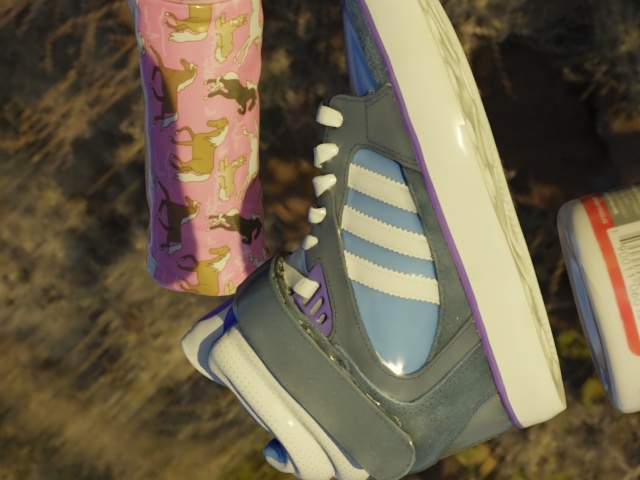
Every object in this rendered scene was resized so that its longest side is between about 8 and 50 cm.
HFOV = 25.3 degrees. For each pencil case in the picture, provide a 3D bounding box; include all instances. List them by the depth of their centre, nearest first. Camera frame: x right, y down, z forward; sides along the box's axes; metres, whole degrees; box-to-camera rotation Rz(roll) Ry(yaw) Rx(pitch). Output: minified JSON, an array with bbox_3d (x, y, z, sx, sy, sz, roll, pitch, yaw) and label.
[{"bbox_3d":[-0.136,-0.124,1.617,0.160,0.167,0.386,13,120,27],"label":"pencil case"}]

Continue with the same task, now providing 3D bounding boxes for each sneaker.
[{"bbox_3d":[0.000,0.000,0.900,0.130,0.236,0.322,-49,-60,-73],"label":"sneaker"}]

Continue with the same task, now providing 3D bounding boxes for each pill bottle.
[{"bbox_3d":[0.326,0.013,1.018,0.161,0.283,0.161,-15,-90,-85],"label":"pill bottle"}]
